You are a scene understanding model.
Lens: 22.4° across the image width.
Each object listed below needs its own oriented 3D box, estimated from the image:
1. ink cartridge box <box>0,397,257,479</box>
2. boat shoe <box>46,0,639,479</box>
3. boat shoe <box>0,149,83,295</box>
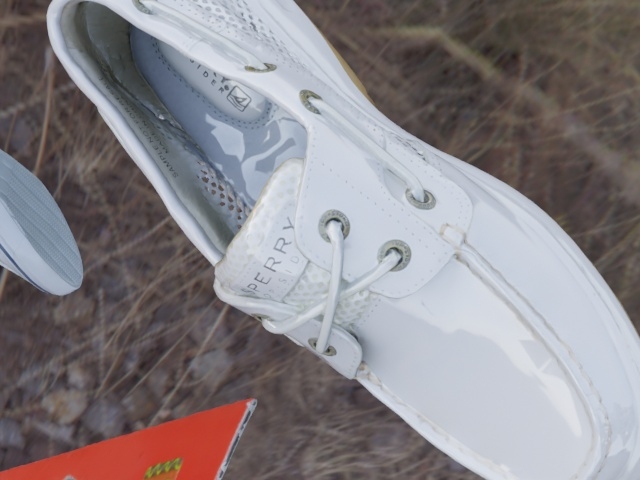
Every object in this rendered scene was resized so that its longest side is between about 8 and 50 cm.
[{"bbox_3d":[-0.159,0.171,0.633,0.060,0.275,0.238,36,57,-24],"label":"ink cartridge box"},{"bbox_3d":[0.000,0.000,0.586,0.277,0.098,0.096,43,32,20],"label":"boat shoe"},{"bbox_3d":[-0.285,-0.034,1.332,0.076,0.083,0.226,-22,124,20],"label":"boat shoe"}]
